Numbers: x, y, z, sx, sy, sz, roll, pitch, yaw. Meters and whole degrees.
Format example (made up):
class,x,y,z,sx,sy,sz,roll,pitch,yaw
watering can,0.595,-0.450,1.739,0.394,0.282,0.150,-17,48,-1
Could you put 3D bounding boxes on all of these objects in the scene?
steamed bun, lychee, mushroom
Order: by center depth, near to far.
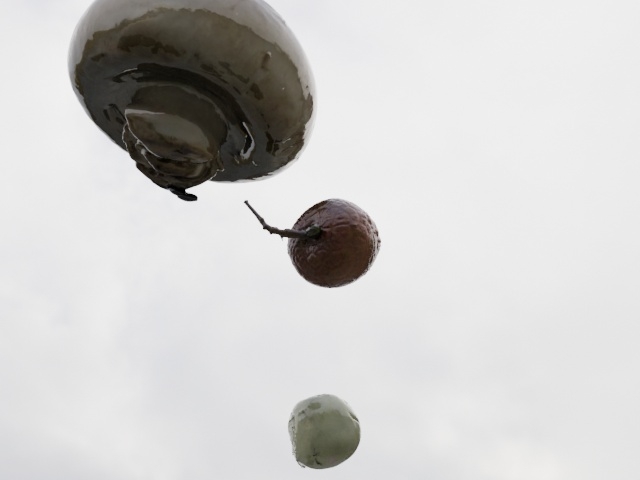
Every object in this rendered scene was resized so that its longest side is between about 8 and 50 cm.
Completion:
class,x,y,z,sx,sy,sz,roll,pitch,yaw
lychee,0.003,0.004,1.082,0.140,0.114,0.101,-13,-68,-35
mushroom,-0.186,-0.196,1.349,0.362,0.295,0.362,15,-26,7
steamed bun,0.009,0.304,1.497,0.112,0.091,0.130,-6,-52,-16
